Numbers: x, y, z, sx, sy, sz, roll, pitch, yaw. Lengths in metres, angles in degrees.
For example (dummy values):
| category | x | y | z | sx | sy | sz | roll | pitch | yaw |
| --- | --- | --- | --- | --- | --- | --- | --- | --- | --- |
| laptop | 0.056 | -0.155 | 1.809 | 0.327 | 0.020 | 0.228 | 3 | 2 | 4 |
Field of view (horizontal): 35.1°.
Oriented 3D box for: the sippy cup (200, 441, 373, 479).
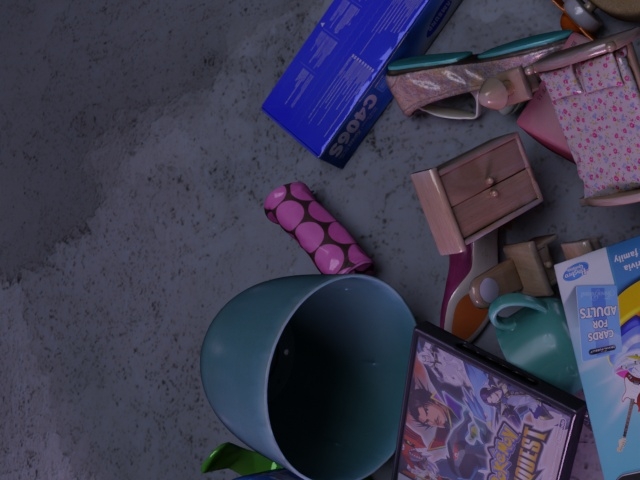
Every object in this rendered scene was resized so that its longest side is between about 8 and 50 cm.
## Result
| category | x | y | z | sx | sy | sz | roll | pitch | yaw |
| --- | --- | --- | --- | --- | --- | --- | --- | --- | --- |
| sippy cup | -0.050 | 0.422 | 1.438 | 0.305 | 0.224 | 0.240 | 0 | 78 | 34 |

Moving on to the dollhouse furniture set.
| category | x | y | z | sx | sy | sz | roll | pitch | yaw |
| --- | --- | --- | --- | --- | --- | --- | --- | --- | --- |
| dollhouse furniture set | 0.300 | -0.066 | 1.214 | 0.355 | 0.174 | 0.303 | -10 | 104 | 56 |

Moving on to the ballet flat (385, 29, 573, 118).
| category | x | y | z | sx | sy | sz | roll | pitch | yaw |
| --- | --- | --- | --- | --- | --- | --- | --- | --- | --- |
| ballet flat | 0.243 | -0.236 | 1.492 | 0.316 | 0.107 | 0.106 | -2 | 111 | 41 |

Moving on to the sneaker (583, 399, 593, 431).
| category | x | y | z | sx | sy | sz | roll | pitch | yaw |
| --- | --- | --- | --- | --- | --- | --- | --- | --- | --- |
| sneaker | 0.410 | 0.158 | 1.291 | 0.083 | 0.087 | 0.221 | 33 | 110 | 3 |

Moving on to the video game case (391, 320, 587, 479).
| category | x | y | z | sx | sy | sz | roll | pitch | yaw |
| --- | --- | --- | --- | --- | --- | --- | --- | --- | --- |
| video game case | 0.211 | 0.276 | 1.336 | 0.248 | 0.035 | 0.274 | 26 | 124 | 36 |

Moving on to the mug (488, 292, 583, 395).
| category | x | y | z | sx | sy | sz | roll | pitch | yaw |
| --- | --- | --- | --- | --- | --- | --- | --- | --- | --- |
| mug | 0.299 | 0.135 | 1.317 | 0.097 | 0.158 | 0.129 | -34 | 55 | 19 |

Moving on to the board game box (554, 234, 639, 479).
| category | x | y | z | sx | sy | sz | roll | pitch | yaw |
| --- | --- | --- | --- | --- | --- | --- | --- | --- | --- |
| board game box | 0.427 | 0.150 | 1.140 | 0.254 | 0.079 | 0.336 | -24 | 65 | 35 |

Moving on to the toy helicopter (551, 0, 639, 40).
| category | x | y | z | sx | sy | sz | roll | pitch | yaw |
| --- | --- | --- | --- | --- | --- | --- | --- | --- | --- |
| toy helicopter | 0.376 | -0.398 | 1.444 | 0.355 | 0.140 | 0.235 | 33 | 106 | 46 |

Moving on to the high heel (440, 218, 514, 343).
| category | x | y | z | sx | sy | sz | roll | pitch | yaw |
| --- | --- | --- | --- | --- | --- | --- | --- | --- | --- |
| high heel | 0.208 | 0.034 | 1.471 | 0.117 | 0.082 | 0.244 | -146 | 66 | -65 |

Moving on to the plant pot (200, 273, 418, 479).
| category | x | y | z | sx | sy | sz | roll | pitch | yaw |
| --- | --- | --- | --- | --- | --- | --- | --- | --- | --- |
| plant pot | -0.036 | 0.182 | 1.463 | 0.235 | 0.293 | 0.293 | 6 | 81 | 49 |

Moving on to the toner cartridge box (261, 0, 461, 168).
| category | x | y | z | sx | sy | sz | roll | pitch | yaw |
| --- | --- | --- | --- | --- | --- | --- | --- | --- | --- |
| toner cartridge box | 0.066 | -0.305 | 1.636 | 0.165 | 0.075 | 0.348 | 43 | 103 | 32 |

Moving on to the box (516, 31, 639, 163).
| category | x | y | z | sx | sy | sz | roll | pitch | yaw |
| --- | --- | --- | --- | --- | --- | --- | --- | --- | --- |
| box | 0.406 | -0.151 | 1.336 | 0.232 | 0.127 | 0.148 | 36 | 98 | 35 |

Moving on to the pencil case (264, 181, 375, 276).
| category | x | y | z | sx | sy | sz | roll | pitch | yaw |
| --- | --- | --- | --- | --- | --- | --- | --- | --- | --- |
| pencil case | 0.000 | 0.000 | 1.596 | 0.095 | 0.098 | 0.209 | -24 | 55 | -23 |
